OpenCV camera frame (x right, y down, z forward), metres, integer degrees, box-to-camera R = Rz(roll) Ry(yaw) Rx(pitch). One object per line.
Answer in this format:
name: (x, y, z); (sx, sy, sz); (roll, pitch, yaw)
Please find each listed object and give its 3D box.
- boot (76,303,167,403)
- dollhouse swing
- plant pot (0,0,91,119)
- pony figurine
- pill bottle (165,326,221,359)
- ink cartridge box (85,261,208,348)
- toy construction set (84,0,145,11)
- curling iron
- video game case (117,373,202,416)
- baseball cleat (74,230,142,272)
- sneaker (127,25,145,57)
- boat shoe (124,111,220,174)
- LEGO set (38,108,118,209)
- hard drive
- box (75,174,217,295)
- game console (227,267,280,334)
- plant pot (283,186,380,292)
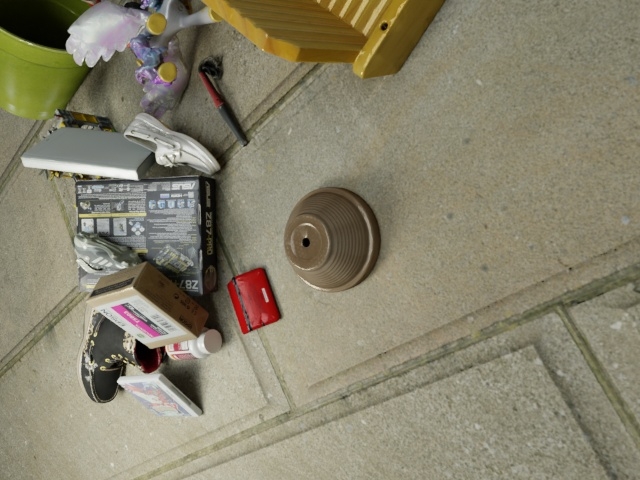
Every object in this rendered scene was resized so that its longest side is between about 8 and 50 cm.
boot: (-0.615, 0.357, 1.424); (0.285, 0.138, 0.376); (8, 92, 34)
dollhouse swing: (0.001, -0.503, 0.840); (0.347, 0.305, 0.315); (46, 117, 24)
plant pot: (-0.910, -0.589, 1.453); (0.353, 0.367, 0.366); (-45, 68, 40)
pony figurine: (-0.407, -0.499, 1.138); (0.351, 0.303, 0.363); (-50, 37, 2)
pill bottle: (-0.347, 0.284, 1.260); (0.152, 0.086, 0.085); (-13, 86, 34)
ink cartridge box: (-0.444, 0.175, 1.187); (0.194, 0.234, 0.088); (-18, 39, 29)
toy construction set: (-0.568, -0.781, 1.226); (0.258, 0.309, 0.236); (-4, 86, 26)
curling iron: (-0.251, -0.361, 1.181); (0.068, 0.035, 0.273); (-31, 76, 32)
video game case: (-0.469, 0.454, 1.329); (0.202, 0.023, 0.183); (-15, 123, 34)
baseball cleat: (-0.562, 0.052, 1.213); (0.206, 0.072, 0.109); (28, 118, 13)
sneaker: (-0.496, -0.585, 1.333); (0.158, 0.061, 0.064); (-17, 111, 35)
boat shoe: (-0.395, -0.235, 1.211); (0.277, 0.098, 0.096); (29, 68, 12)
LEGO set: (-0.770, -0.250, 1.447); (0.331, 0.192, 0.254); (-40, 71, 30)
hard drive: (-0.612, -0.245, 1.263); (0.308, 0.203, 0.040); (7, 127, 3)
box: (-0.482, -0.013, 1.260); (0.396, 0.097, 0.317); (-1, 91, 15)
game console: (-0.175, 0.157, 1.178); (0.124, 0.085, 0.143); (-21, 81, 2)
plant pot: (0.000, 0.000, 0.991); (0.238, 0.110, 0.237); (2, 93, 34)
